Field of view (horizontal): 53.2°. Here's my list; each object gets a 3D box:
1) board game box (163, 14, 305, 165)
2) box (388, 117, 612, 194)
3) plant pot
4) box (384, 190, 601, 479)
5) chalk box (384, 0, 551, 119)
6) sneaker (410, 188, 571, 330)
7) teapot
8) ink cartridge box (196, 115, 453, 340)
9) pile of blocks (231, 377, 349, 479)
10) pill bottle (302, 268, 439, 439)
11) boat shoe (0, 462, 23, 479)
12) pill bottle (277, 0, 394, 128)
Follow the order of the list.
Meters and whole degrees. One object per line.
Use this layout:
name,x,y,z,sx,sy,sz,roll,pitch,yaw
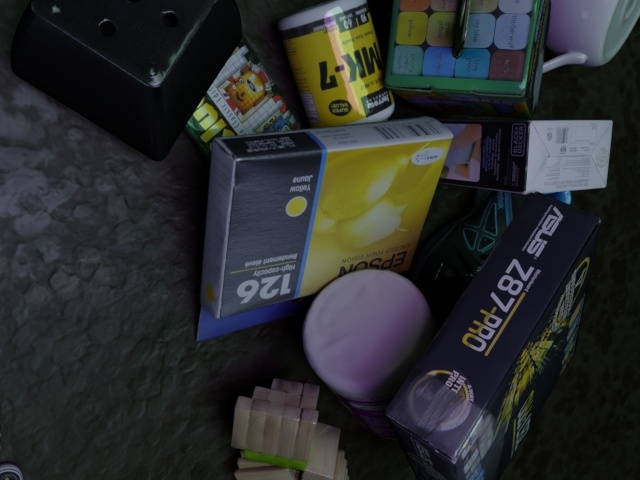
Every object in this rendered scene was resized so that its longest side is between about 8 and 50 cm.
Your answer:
board game box,-0.119,-0.176,0.811,0.136,0.030,0.259,-45,119,-16
box,0.224,-0.126,0.887,0.169,0.290,0.087,-7,104,-34
plant pot,-0.189,-0.215,0.643,0.188,0.167,0.187,33,80,-14
box,0.229,0.174,0.822,0.318,0.097,0.395,-50,148,-18
chalk box,0.193,-0.269,0.830,0.289,0.179,0.180,-5,103,-69
sneaker,0.269,0.014,1.031,0.125,0.140,0.340,43,76,-33
teapot,0.413,-0.411,1.031,0.256,0.187,0.252,-36,145,-41
ink cartridge box,0.000,0.000,0.822,0.304,0.072,0.307,-12,129,-30
pile of blocks,-0.027,0.320,0.931,0.112,0.149,0.362,-76,152,-54
pill bottle,0.098,0.179,0.892,0.169,0.169,0.301,-51,145,-15
boat shoe,-0.375,0.327,0.725,0.049,0.040,0.142,24,86,-34
pill bottle,0.030,-0.208,0.848,0.119,0.119,0.208,-30,114,-25
